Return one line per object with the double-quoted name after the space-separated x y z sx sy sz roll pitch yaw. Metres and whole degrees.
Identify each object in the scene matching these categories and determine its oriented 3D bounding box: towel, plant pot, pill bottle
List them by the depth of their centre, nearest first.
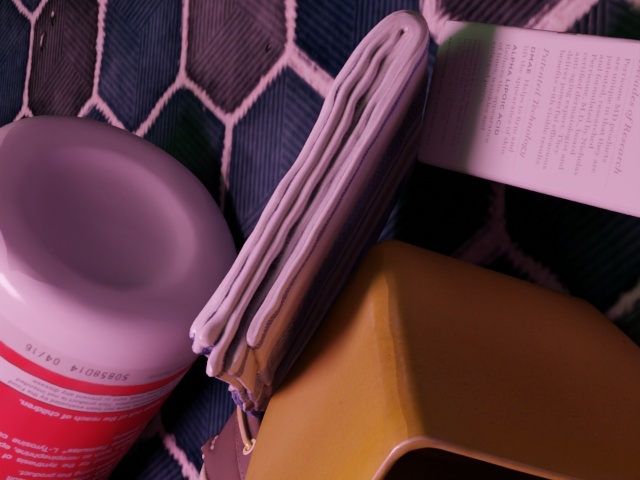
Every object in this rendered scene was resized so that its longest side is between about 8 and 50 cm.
0.071 0.125 0.799 0.212 0.212 0.187 -58 26 32 "plant pot"
0.000 0.000 0.874 0.209 0.034 0.285 -60 -8 -9 "towel"
-0.251 0.110 1.263 0.408 0.229 0.229 -53 43 38 "pill bottle"

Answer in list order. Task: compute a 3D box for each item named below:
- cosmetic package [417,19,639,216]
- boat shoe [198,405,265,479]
0.161 -0.054 0.762 0.231 0.117 0.085 17 97 56 "cosmetic package"
0.011 0.195 0.947 0.324 0.116 0.097 51 128 56 "boat shoe"
